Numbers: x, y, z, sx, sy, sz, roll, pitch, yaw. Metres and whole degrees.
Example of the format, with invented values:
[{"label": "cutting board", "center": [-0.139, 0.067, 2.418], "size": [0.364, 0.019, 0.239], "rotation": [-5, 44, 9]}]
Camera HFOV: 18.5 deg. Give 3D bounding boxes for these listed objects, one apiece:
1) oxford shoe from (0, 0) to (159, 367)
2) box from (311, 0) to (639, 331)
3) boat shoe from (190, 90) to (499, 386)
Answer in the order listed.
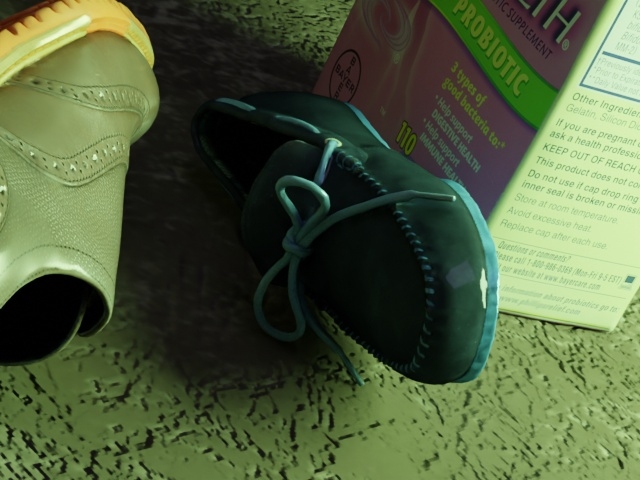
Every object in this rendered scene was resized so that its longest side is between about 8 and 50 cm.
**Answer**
[{"label": "oxford shoe", "center": [-0.138, -0.014, 0.802], "size": [0.133, 0.130, 0.363], "rotation": [61, 19, -4]}, {"label": "box", "center": [0.124, -0.114, 1.067], "size": [0.117, 0.243, 0.213], "rotation": [12, 29, -31]}, {"label": "boat shoe", "center": [0.000, 0.000, 0.919], "size": [0.089, 0.109, 0.258], "rotation": [7, 14, -23]}]
